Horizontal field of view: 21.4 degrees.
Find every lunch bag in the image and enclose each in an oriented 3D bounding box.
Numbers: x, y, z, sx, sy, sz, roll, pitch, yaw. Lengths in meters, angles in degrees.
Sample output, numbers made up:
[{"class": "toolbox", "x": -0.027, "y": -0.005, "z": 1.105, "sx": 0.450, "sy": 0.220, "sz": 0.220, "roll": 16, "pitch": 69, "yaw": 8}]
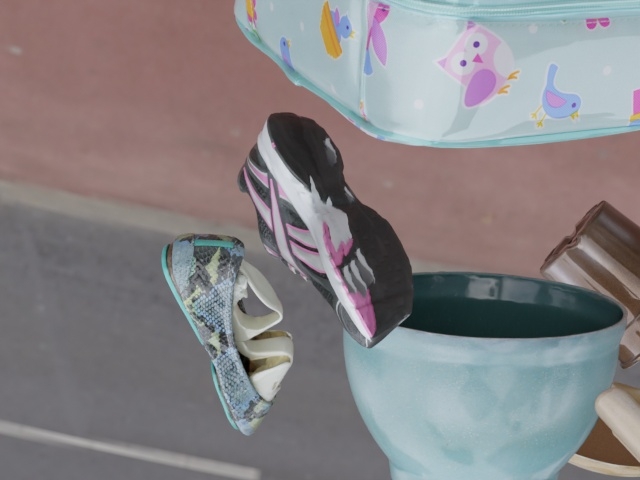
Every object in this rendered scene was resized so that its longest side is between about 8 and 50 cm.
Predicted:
[{"class": "lunch bag", "x": 0.086, "y": -0.147, "z": 0.984, "sx": 0.224, "sy": 0.107, "sz": 0.279, "roll": -8, "pitch": -153, "yaw": -23}]

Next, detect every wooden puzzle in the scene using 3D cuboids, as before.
[{"class": "wooden puzzle", "x": 0.306, "y": 0.217, "z": 1.220, "sx": 0.221, "sy": 0.044, "sz": 0.238, "roll": 49, "pitch": 180, "yaw": 38}]

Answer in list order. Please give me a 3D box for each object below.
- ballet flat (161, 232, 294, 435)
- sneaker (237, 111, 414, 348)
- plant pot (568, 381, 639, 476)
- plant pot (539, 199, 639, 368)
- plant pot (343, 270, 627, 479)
[{"class": "ballet flat", "x": -0.052, "y": 0.067, "z": 1.162, "sx": 0.070, "sy": 0.070, "sz": 0.188, "roll": 1, "pitch": 140, "yaw": 20}, {"class": "sneaker", "x": 0.000, "y": 0.000, "z": 1.192, "sx": 0.072, "sy": 0.178, "sz": 0.077, "roll": -8, "pitch": 154, "yaw": -40}, {"class": "plant pot", "x": 0.374, "y": 0.247, "z": 2.207, "sx": 0.236, "sy": 0.032, "sz": 0.236, "roll": 7, "pitch": -158, "yaw": -3}, {"class": "plant pot", "x": 0.379, "y": 0.047, "z": 2.143, "sx": 0.165, "sy": 0.167, "sz": 0.167, "roll": 42, "pitch": 153, "yaw": 0}, {"class": "plant pot", "x": 0.162, "y": 0.157, "z": 1.739, "sx": 0.293, "sy": 0.196, "sz": 0.293, "roll": 2, "pitch": -169, "yaw": 0}]
